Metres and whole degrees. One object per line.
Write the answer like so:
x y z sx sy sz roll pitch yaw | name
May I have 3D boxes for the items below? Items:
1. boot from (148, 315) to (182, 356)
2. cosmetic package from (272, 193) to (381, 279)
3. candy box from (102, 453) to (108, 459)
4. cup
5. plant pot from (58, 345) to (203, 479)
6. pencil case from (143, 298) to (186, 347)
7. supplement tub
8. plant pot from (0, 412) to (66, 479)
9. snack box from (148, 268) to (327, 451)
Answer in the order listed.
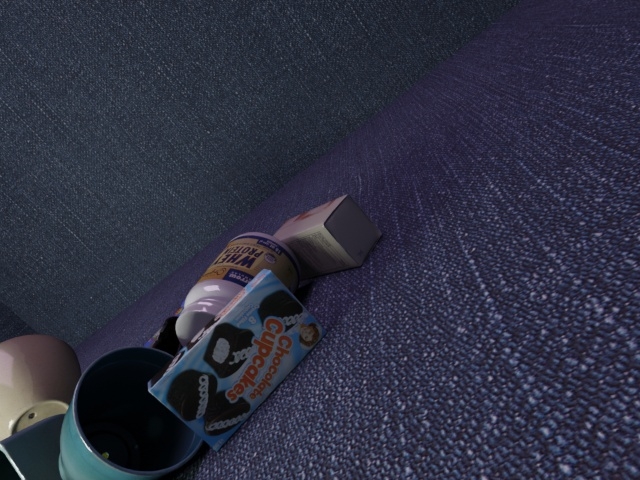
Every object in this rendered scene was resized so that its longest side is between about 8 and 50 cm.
-0.398 0.290 1.280 0.338 0.118 0.223 -116 45 -65 | boot
0.000 0.000 1.313 0.296 0.153 0.129 -16 30 53 | cosmetic package
-0.526 0.575 1.063 0.027 0.105 0.206 -16 29 44 | candy box
-0.866 0.485 1.454 0.331 0.331 0.237 -46 45 -17 | cup
-0.416 0.408 1.017 0.255 0.271 0.272 -49 11 28 | plant pot
-0.488 0.320 1.621 0.133 0.119 0.306 0 37 30 | pencil case
-0.200 0.148 1.233 0.228 0.228 0.316 -29 19 34 | supplement tub
-0.682 0.574 1.197 0.247 0.247 0.252 -35 0 19 | plant pot
-0.160 0.235 0.984 0.322 0.187 0.060 -45 17 -16 | snack box
